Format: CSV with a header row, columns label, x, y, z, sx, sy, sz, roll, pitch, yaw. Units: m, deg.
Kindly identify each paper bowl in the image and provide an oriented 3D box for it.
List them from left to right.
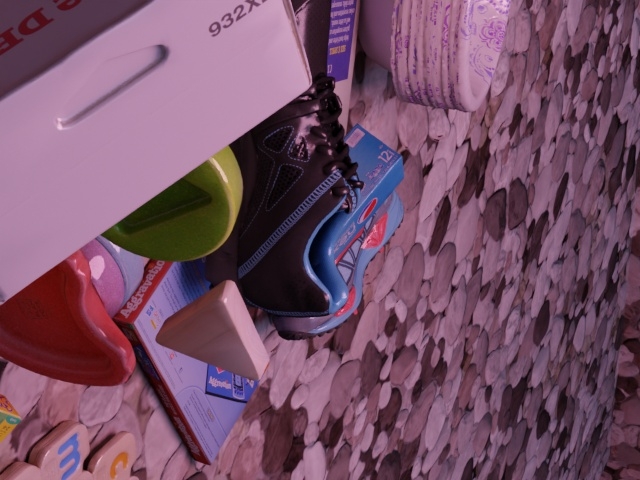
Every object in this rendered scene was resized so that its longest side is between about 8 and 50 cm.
label,x,y,z,sx,sy,sz,roll,pitch,yaw
paper bowl,0.133,-0.298,1.588,0.284,0.148,0.284,11,90,-77

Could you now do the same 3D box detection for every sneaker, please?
label,x,y,z,sx,sy,sz,roll,pitch,yaw
sneaker,-0.014,-0.091,1.325,0.125,0.140,0.340,-20,121,-58
sneaker,0.000,0.000,1.607,0.125,0.104,0.262,60,43,-35

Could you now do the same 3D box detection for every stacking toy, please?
label,x,y,z,sx,sy,sz,roll,pitch,yaw
stacking toy,-0.163,-0.037,1.031,0.130,0.280,0.309,-66,154,-44

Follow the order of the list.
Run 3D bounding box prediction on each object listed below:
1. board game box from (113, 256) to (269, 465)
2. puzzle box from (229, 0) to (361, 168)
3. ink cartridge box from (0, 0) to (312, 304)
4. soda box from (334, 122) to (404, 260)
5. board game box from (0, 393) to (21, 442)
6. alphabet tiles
label,x,y,z,sx,sy,sz,roll,pitch,yaw
board game box,-0.129,0.108,1.452,0.145,0.027,0.281,-58,150,-28
puzzle box,-0.076,-0.172,1.375,0.409,0.052,0.272,-25,126,-59
ink cartridge box,-0.187,-0.146,0.790,0.223,0.307,0.129,-36,144,-12
soda box,0.003,-0.023,1.520,0.210,0.067,0.071,-49,165,-10
board game box,-0.336,0.197,0.957,0.259,0.039,0.124,-45,152,2
alphabet tiles,-0.260,0.316,1.306,0.278,0.021,0.284,-42,140,-48
